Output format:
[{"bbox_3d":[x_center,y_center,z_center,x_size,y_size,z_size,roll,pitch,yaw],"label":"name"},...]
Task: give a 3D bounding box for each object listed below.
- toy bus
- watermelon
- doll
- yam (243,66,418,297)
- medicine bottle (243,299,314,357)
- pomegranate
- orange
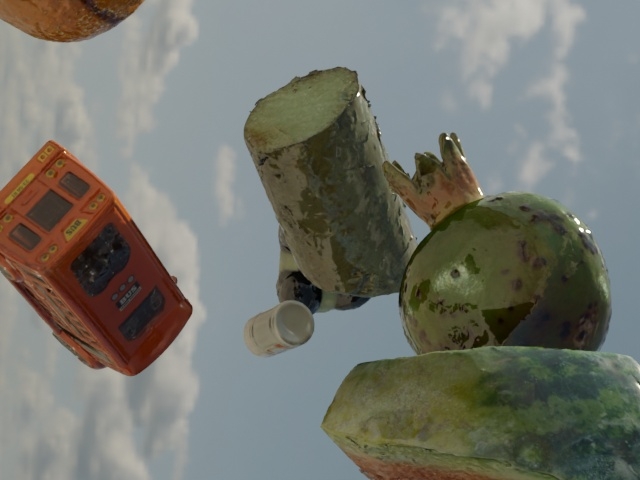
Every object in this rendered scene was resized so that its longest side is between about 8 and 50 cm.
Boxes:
[{"bbox_3d":[-0.245,0.043,1.530,0.153,0.143,0.329,32,-18,28],"label":"toy bus"},{"bbox_3d":[0.166,0.194,1.179,0.232,0.310,0.193,53,36,-65],"label":"watermelon"},{"bbox_3d":[-0.001,0.002,2.013,0.135,0.144,0.234,-143,-129,-62],"label":"doll"},{"bbox_3d":[0.018,-0.061,1.737,0.168,0.168,0.304,-106,176,-50],"label":"yam"},{"bbox_3d":[-0.050,0.107,1.667,0.089,0.057,0.057,-27,-120,58],"label":"medicine bottle"},{"bbox_3d":[0.181,0.021,1.440,0.231,0.231,0.285,171,-98,-74],"label":"pomegranate"},{"bbox_3d":[-0.213,-0.257,1.159,0.193,0.161,0.193,-14,-117,30],"label":"orange"}]
